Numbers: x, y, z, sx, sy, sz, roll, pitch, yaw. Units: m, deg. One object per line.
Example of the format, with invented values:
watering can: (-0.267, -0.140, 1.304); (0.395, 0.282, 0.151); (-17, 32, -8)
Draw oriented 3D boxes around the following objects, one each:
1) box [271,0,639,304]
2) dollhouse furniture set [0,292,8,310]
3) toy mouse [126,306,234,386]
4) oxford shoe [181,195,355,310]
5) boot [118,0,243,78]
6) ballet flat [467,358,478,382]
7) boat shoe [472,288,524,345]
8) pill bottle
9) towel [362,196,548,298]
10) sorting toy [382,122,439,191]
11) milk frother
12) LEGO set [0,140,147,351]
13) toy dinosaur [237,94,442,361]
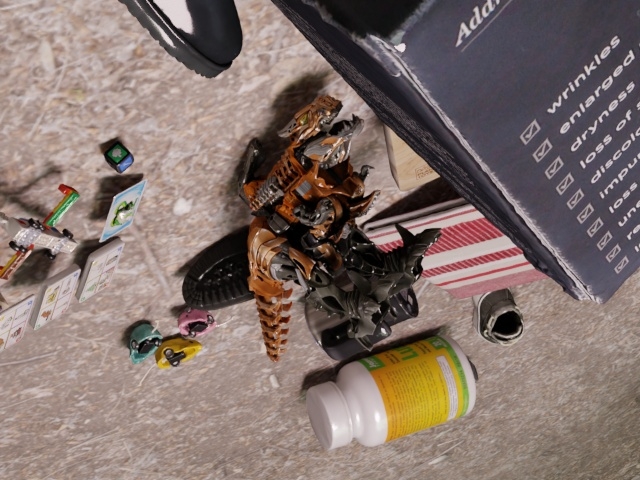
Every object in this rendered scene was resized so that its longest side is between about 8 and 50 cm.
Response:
box: (0.199, -0.269, 0.786); (0.480, 0.297, 0.472); (-47, 151, 4)
dollhouse furniture set: (-0.395, 0.102, 1.233); (0.114, 0.081, 0.091); (-31, 151, 9)
toy mouse: (-0.192, 0.116, 1.482); (0.161, 0.031, 0.143); (-27, 152, 1)
oxford shoe: (-0.057, 0.028, 1.400); (0.227, 0.082, 0.096); (-25, 159, 2)
boot: (-0.067, -0.248, 0.910); (0.207, 0.094, 0.246); (-30, 146, 13)
ballet flat: (0.192, 0.259, 2.025); (0.173, 0.049, 0.057); (-29, 151, 4)
boat shoe: (0.289, 0.133, 1.874); (0.078, 0.070, 0.219); (-28, 152, 2)
pill bottle: (0.108, 0.244, 1.837); (0.246, 0.136, 0.136); (-15, 150, -21)
towel: (0.228, 0.002, 1.581); (0.237, 0.037, 0.329); (-16, 156, 24)
sorting toy: (0.170, -0.196, 1.204); (0.257, 0.089, 0.255); (-24, 152, -4)
milk frother: (0.036, 0.072, 1.551); (0.135, 0.143, 0.129); (-27, -172, 19)
LEGO set: (-0.268, -0.002, 1.197); (0.182, 0.060, 0.244); (-35, 162, -43)
toy dinosaur: (0.000, 0.000, 1.271); (0.164, 0.218, 0.322); (-54, 165, -32)
